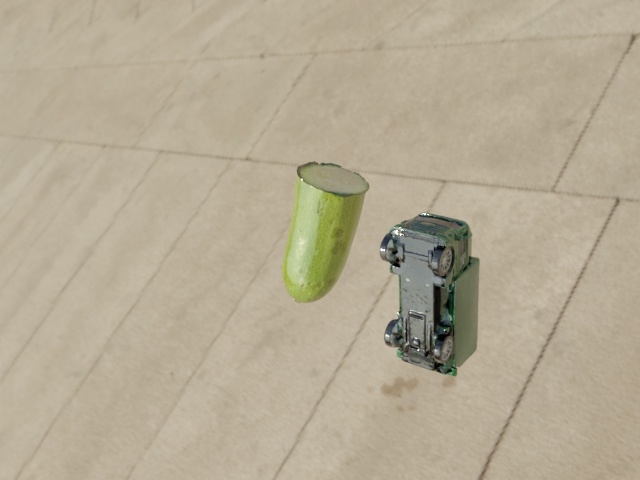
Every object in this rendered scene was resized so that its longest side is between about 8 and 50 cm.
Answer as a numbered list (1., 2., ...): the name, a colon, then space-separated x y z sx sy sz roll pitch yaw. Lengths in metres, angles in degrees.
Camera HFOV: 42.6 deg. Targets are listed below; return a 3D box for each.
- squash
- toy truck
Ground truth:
1. squash: 0.000 0.000 1.076 0.095 0.095 0.188 -127 43 -53
2. toy truck: 0.101 0.047 0.737 0.065 0.147 0.079 14 33 33
